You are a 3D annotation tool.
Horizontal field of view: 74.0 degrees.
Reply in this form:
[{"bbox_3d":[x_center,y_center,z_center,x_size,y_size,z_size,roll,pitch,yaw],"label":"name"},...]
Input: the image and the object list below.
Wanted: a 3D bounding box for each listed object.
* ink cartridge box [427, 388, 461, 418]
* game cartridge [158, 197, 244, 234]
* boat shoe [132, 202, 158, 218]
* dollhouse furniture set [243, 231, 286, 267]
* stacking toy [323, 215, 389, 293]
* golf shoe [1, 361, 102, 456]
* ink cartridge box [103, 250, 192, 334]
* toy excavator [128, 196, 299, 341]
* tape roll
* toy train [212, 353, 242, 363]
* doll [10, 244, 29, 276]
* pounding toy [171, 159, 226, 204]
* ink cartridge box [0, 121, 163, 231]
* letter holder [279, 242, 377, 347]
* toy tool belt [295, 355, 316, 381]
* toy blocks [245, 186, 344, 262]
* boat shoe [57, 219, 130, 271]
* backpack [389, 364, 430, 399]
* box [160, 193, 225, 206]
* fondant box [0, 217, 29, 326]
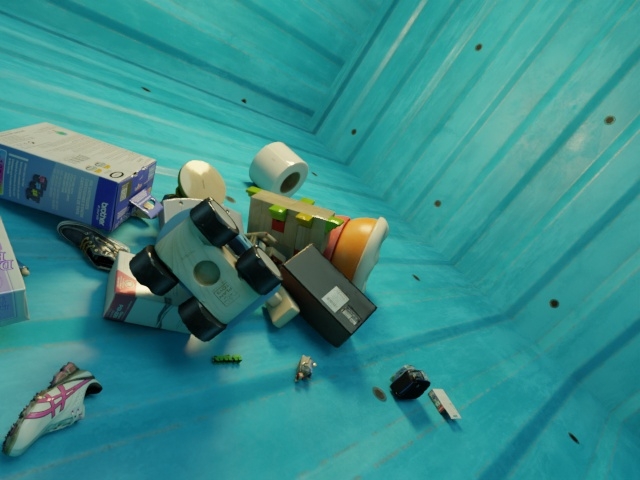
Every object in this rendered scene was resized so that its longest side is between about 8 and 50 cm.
[{"bbox_3d":[0.419,0.560,1.439,0.063,0.029,0.115,17,29,-38],"label":"ink cartridge box"},{"bbox_3d":[-0.375,-0.033,1.364,0.297,0.062,0.197,9,60,-48],"label":"game cartridge"},{"bbox_3d":[-0.590,-0.101,1.308,0.170,0.062,0.059,21,27,-9],"label":"boat shoe"},{"bbox_3d":[-0.188,0.073,1.399,0.184,0.129,0.129,43,53,-45],"label":"dollhouse furniture set"},{"bbox_3d":[0.000,0.000,1.694,0.481,0.350,0.350,22,21,9],"label":"stacking toy"},{"bbox_3d":[-0.445,0.286,0.719,0.086,0.067,0.186,33,22,-9],"label":"golf shoe"},{"bbox_3d":[-0.405,0.131,1.054,0.218,0.092,0.158,19,28,-32],"label":"ink cartridge box"},{"bbox_3d":[-0.207,0.093,1.101,0.432,0.222,0.445,49,3,-10],"label":"toy excavator"},{"bbox_3d":[-0.202,-0.331,2.069,0.169,0.246,0.246,44,24,19],"label":"tape roll"},{"bbox_3d":[-0.234,0.296,1.063,0.083,0.017,0.024,14,21,-41],"label":"toy train"},{"bbox_3d":[-0.676,0.062,0.871,0.129,0.046,0.189,22,26,-31],"label":"doll"},{"bbox_3d":[-0.442,-0.155,1.481,0.183,0.110,0.236,33,49,-35],"label":"pounding toy"},{"bbox_3d":[-0.631,-0.170,1.151,0.396,0.151,0.270,17,22,-7],"label":"ink cartridge box"},{"bbox_3d":[-0.007,0.202,1.399,0.302,0.214,0.152,45,49,10],"label":"letter holder"},{"bbox_3d":[-0.036,0.359,1.171,0.051,0.052,0.083,24,24,-6],"label":"toy tool belt"},{"bbox_3d":[-0.118,-0.013,1.541,0.382,0.260,0.191,18,27,14],"label":"toy blocks"},{"bbox_3d":[-0.581,0.013,1.076,0.184,0.065,0.083,28,22,-20],"label":"boat shoe"},{"bbox_3d":[0.290,0.455,1.367,0.115,0.105,0.084,21,27,-37],"label":"backpack"},{"bbox_3d":[-0.442,-0.112,1.552,0.159,0.044,0.233,40,23,12],"label":"box"},{"bbox_3d":[-0.703,0.030,0.760,0.239,0.096,0.330,-14,51,-41],"label":"fondant box"}]
